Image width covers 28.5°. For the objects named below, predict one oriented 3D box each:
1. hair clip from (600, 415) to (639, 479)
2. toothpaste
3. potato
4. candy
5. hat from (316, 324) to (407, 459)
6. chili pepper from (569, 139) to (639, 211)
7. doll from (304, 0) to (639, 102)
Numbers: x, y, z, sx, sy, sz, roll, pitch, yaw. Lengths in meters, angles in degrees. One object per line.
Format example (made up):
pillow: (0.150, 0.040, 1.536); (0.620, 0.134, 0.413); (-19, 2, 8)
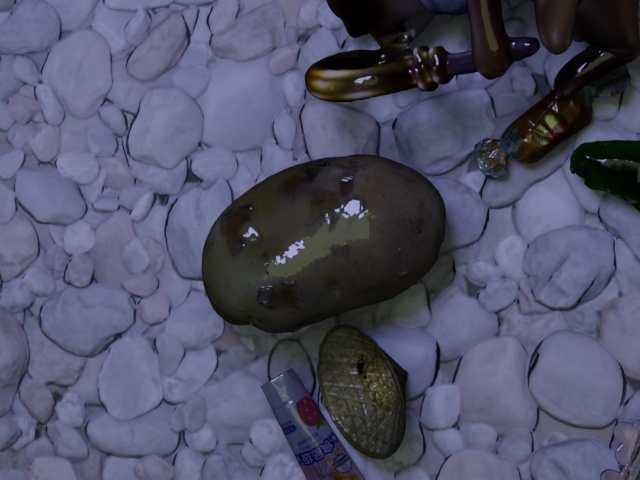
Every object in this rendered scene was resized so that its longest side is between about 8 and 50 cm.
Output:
hair clip: (0.305, 0.238, 1.247); (0.062, 0.056, 0.214); (19, 103, -1)
toothpaste: (0.001, 0.230, 1.340); (0.067, 0.043, 0.194); (-31, 86, 10)
potato: (0.000, 0.000, 1.289); (0.262, 0.165, 0.165); (-24, 83, 8)
candy: (0.234, -0.123, 1.273); (0.182, 0.046, 0.053); (-36, 78, 15)
hat: (0.065, 0.148, 1.314); (0.146, 0.067, 0.146); (28, 127, 47)
chili pepper: (0.349, -0.048, 1.232); (0.216, 0.062, 0.108); (17, 94, 18)
doll: (0.157, -0.254, 1.226); (0.339, 0.318, 0.209); (12, 136, 23)
